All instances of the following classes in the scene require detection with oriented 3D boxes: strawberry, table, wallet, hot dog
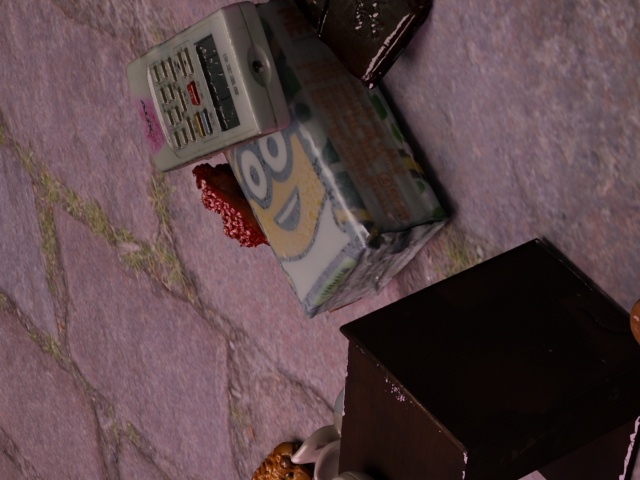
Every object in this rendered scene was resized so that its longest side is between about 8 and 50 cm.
[{"bbox_3d":[-0.088,-0.047,2.106,0.048,0.152,0.104,-22,54,32],"label":"strawberry"},{"bbox_3d":[0.165,0.196,1.761,0.196,0.250,0.282,43,145,36],"label":"table"},{"bbox_3d":[0.017,-0.277,1.883,0.122,0.031,0.232,-51,60,23],"label":"wallet"},{"bbox_3d":[-0.060,0.332,2.456,0.072,0.055,0.188,62,152,16],"label":"hot dog"}]

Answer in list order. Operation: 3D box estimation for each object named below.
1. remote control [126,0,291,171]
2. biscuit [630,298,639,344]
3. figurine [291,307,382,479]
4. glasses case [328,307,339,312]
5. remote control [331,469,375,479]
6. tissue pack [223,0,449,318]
[{"bbox_3d":[-0.133,-0.165,1.994,0.344,0.050,0.145,-15,93,65],"label":"remote control"},{"bbox_3d":[0.380,0.181,1.558,0.202,0.047,0.334,10,123,50],"label":"biscuit"},{"bbox_3d":[0.078,0.159,1.900,0.127,0.235,0.155,44,143,39],"label":"figurine"},{"bbox_3d":[0.000,0.000,2.142,0.170,0.041,0.064,66,165,5],"label":"glasses case"},{"bbox_3d":[0.068,0.326,1.718,0.078,0.042,0.221,-22,91,63],"label":"remote control"},{"bbox_3d":[-0.005,-0.096,1.998,0.311,0.128,0.228,63,152,14],"label":"tissue pack"}]
